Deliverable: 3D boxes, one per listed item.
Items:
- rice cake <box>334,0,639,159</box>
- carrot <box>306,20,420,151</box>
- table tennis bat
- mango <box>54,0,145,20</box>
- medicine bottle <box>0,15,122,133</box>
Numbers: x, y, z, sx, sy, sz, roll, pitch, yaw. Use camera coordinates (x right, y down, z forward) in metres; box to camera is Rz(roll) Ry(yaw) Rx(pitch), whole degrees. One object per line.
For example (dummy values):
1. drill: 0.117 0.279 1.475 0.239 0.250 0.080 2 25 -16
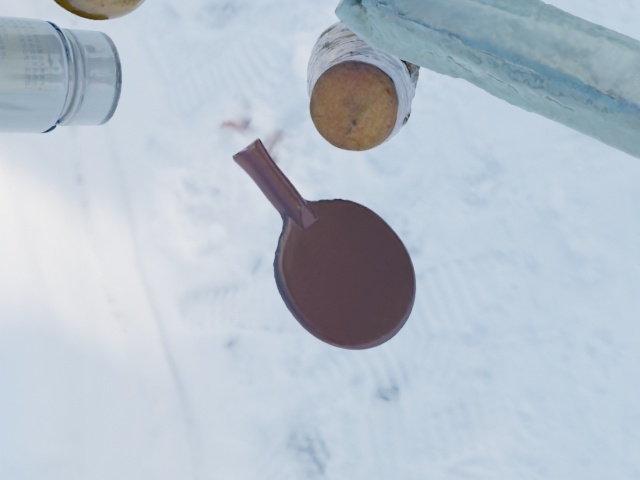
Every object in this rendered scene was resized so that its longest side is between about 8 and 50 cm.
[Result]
1. rice cake: 0.162 -0.111 0.873 0.336 0.063 0.066 29 60 20
2. carrot: 0.043 -0.173 1.499 0.138 0.139 0.302 -40 10 17
3. table tennis bat: 0.000 0.000 0.841 0.098 0.155 0.019 -40 2 -31
4. mango: -0.264 -0.310 1.544 0.089 0.165 0.115 41 122 22
5. medicine bottle: -0.379 -0.198 1.588 0.143 0.258 0.143 4 95 52
